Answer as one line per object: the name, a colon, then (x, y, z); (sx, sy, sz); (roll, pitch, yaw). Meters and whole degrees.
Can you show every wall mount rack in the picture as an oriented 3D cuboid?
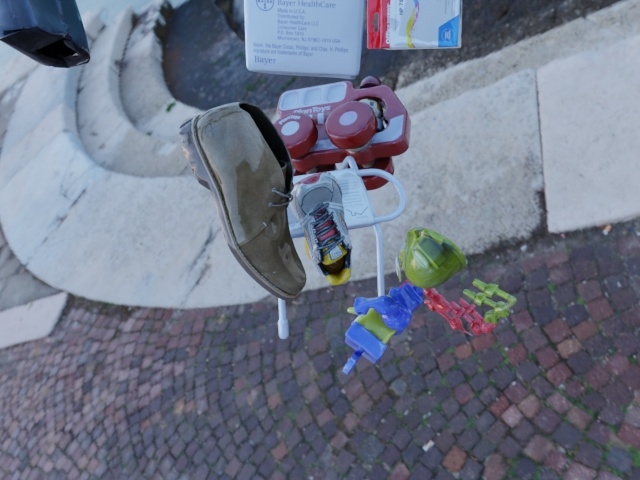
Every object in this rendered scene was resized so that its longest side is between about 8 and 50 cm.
wall mount rack: (0.000, 0.000, 1.179); (0.130, 0.350, 0.304); (124, 132, -60)

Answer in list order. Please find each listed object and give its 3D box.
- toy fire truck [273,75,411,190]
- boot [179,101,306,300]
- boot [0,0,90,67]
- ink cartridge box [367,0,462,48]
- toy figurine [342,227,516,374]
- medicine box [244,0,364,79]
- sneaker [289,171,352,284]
toy fire truck: (0.038, -0.243, 1.342); (0.302, 0.169, 0.254); (-6, 54, 21)
boot: (-0.080, -0.051, 0.920); (0.115, 0.305, 0.112); (-19, 20, 22)
boot: (-0.565, -0.585, 1.379); (0.146, 0.367, 0.445); (-24, 81, 26)
ink cartridge box: (0.216, -0.524, 1.528); (0.231, 0.134, 0.078); (3, 15, 17)
toy figurine: (0.126, 0.137, 0.985); (0.217, 0.362, 0.191); (-44, 80, -9)
medicine box: (-0.009, -0.394, 0.860); (0.149, 0.289, 0.263); (5, 29, 3)
sneaker: (0.014, -0.017, 1.032); (0.088, 0.225, 0.093); (-24, 47, -5)
